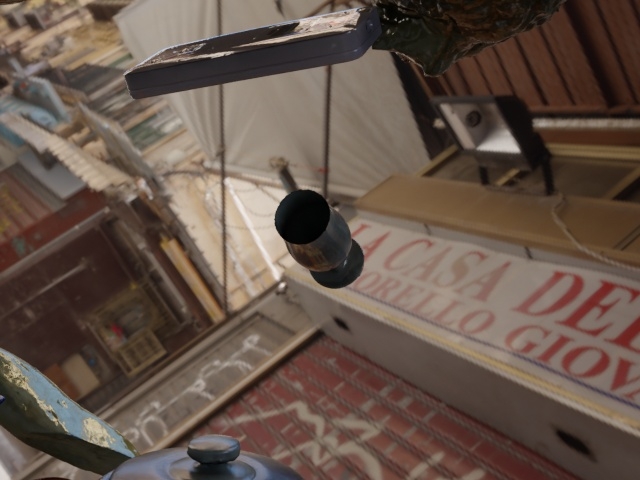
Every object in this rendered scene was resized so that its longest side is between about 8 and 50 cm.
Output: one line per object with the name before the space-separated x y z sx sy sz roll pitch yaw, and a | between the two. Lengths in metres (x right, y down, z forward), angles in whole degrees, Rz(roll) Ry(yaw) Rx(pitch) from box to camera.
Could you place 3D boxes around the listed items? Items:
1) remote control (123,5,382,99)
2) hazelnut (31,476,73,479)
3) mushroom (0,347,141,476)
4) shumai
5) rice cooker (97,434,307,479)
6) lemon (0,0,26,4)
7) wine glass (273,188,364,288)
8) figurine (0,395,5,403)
remote control | -0.069 -0.185 0.763 0.250 0.103 0.034 -6 -63 22
hazelnut | -0.390 0.409 1.014 0.208 0.208 0.208 47 -20 22
mushroom | -0.410 0.256 1.143 0.333 0.087 0.107 37 20 0
shumai | 0.125 -0.269 0.830 0.256 0.189 0.218 28 -41 4
rice cooker | -0.125 0.358 0.832 0.264 0.316 0.316 6 -38 16
lemon | -0.368 -0.400 0.878 0.253 0.310 0.253 41 30 -30
wine glass | 0.000 0.000 1.087 0.093 0.093 0.202 47 -3 22
figurine | -0.503 0.128 0.943 0.164 0.121 0.262 -5 75 -62
